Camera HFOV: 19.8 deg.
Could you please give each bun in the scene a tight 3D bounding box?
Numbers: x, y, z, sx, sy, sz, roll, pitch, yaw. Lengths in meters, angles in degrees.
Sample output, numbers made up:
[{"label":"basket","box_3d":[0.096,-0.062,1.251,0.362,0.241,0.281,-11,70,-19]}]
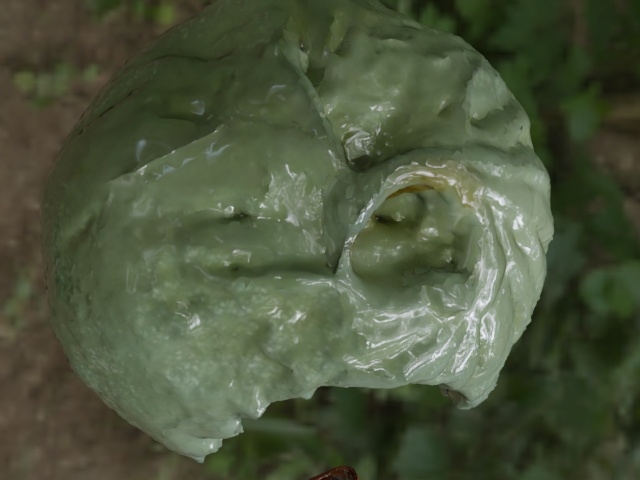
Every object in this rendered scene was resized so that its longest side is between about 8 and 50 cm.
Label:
[{"label":"bun","box_3d":[0.000,0.000,0.727,0.204,0.212,0.126,51,-12,-13]}]

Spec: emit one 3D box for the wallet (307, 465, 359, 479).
[{"label":"wallet","box_3d":[-0.003,0.294,1.620,0.045,0.142,0.204,51,-10,41]}]
